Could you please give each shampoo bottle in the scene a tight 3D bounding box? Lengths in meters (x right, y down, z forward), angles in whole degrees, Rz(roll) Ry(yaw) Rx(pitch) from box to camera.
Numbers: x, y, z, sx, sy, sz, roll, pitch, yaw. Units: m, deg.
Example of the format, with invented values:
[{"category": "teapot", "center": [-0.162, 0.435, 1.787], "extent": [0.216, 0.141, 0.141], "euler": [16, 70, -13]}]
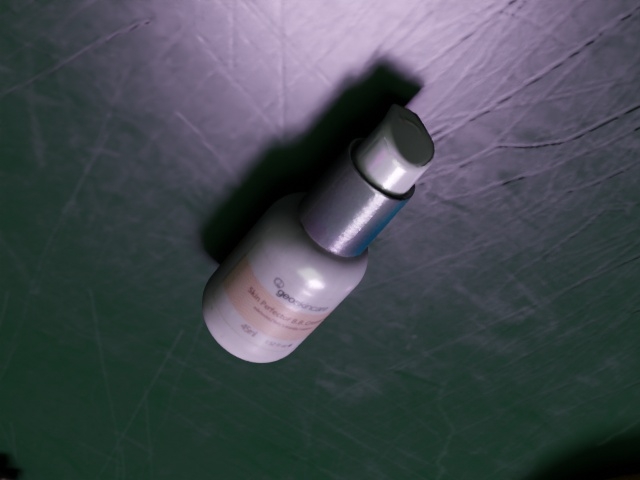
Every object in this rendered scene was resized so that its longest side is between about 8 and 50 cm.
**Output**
[{"category": "shampoo bottle", "center": [0.000, 0.000, 0.729], "extent": [0.074, 0.074, 0.192], "euler": [24, 130, -25]}]

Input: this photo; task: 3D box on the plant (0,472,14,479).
[{"category": "plant", "center": [-0.295, 0.233, 0.952], "extent": [0.092, 0.094, 0.143], "euler": [41, 127, -23]}]

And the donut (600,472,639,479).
[{"category": "donut", "center": [0.272, 0.302, 1.034], "extent": [0.277, 0.109, 0.278], "euler": [-1, 137, -1]}]
